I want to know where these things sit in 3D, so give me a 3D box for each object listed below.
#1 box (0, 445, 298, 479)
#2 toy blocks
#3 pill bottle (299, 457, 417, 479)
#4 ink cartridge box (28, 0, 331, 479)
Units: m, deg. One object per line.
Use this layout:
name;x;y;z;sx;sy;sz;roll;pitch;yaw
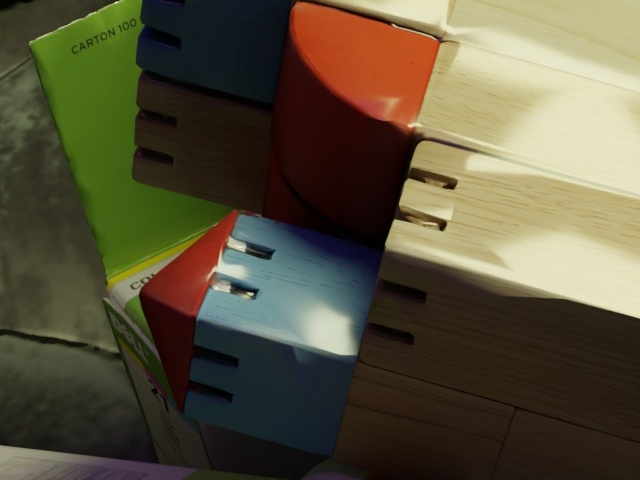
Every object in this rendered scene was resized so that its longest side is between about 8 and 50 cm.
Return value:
box;-0.179;0.153;0.677;0.322;0.058;0.232;0;19;36
toy blocks;0.056;-0.057;0.591;0.261;0.191;0.381;15;45;4
pill bottle;0.137;0.214;0.521;0.363;0.210;0.210;17;48;15
ink cartridge box;0.000;0.000;0.764;0.188;0.255;0.097;-27;39;-17
